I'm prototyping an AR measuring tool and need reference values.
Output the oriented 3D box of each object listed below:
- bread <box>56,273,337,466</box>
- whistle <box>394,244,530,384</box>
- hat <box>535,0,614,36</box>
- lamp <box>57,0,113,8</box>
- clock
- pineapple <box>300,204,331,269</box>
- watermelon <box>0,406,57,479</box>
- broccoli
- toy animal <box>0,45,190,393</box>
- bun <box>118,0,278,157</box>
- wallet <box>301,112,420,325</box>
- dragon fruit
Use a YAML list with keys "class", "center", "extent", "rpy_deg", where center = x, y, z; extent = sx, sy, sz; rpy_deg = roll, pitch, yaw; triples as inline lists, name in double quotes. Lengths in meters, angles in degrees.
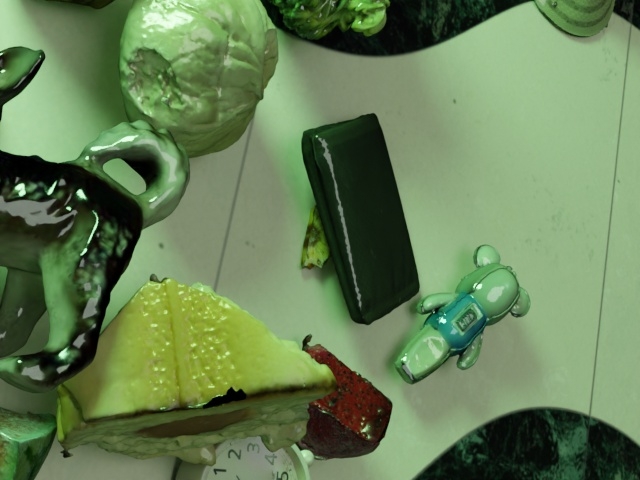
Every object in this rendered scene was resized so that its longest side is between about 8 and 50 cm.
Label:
- class: "bread"
  center: [-0.140, 0.159, 1.019]
  extent: [0.224, 0.183, 0.211]
  rpy_deg: [39, 65, 8]
- class: "whistle"
  center: [0.181, 0.105, 1.379]
  extent: [0.235, 0.077, 0.114]
  rpy_deg: [-39, 97, -29]
- class: "hat"
  center: [0.426, -0.450, 1.637]
  extent: [0.252, 0.110, 0.252]
  rpy_deg: [8, 76, -36]
- class: "lamp"
  center: [-0.228, -0.328, 1.066]
  extent: [0.161, 0.185, 0.161]
  rpy_deg: [8, 76, -37]
- class: "clock"
  center: [-0.084, 0.279, 1.152]
  extent: [0.155, 0.063, 0.229]
  rpy_deg: [12, 77, -38]
- class: "pineapple"
  center: [0.000, 0.000, 1.290]
  extent: [0.045, 0.019, 0.083]
  rpy_deg: [16, 73, -28]
- class: "watermelon"
  center: [-0.320, 0.195, 0.959]
  extent: [0.158, 0.121, 0.098]
  rpy_deg: [27, 88, -27]
- class: "broccoli"
  center: [0.043, -0.381, 1.247]
  extent: [0.248, 0.245, 0.288]
  rpy_deg: [-4, 90, -47]
- class: "toy animal"
  center: [-0.301, -0.069, 0.960]
  extent: [0.344, 0.194, 0.303]
  rpy_deg: [47, 62, -18]
- class: "bun"
  center: [-0.119, -0.186, 1.121]
  extent: [0.220, 0.134, 0.220]
  rpy_deg: [10, 90, -74]
- class: "wallet"
  center: [0.055, -0.029, 1.308]
  extent: [0.168, 0.052, 0.245]
  rpy_deg: [-23, 100, -55]
- class: "dragon fruit"
  center: [0.005, 0.198, 1.223]
  extent: [0.147, 0.096, 0.102]
  rpy_deg: [37, 46, 8]
